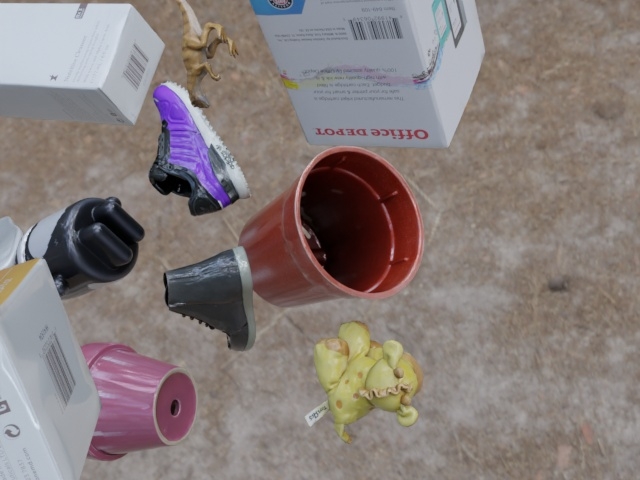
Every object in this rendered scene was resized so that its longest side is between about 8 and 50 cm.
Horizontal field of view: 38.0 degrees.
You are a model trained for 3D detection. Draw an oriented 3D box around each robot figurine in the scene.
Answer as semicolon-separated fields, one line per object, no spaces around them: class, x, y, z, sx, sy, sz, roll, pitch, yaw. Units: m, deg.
robot figurine;-0.467;0.016;1.789;0.278;0.209;0.173;-20;86;39

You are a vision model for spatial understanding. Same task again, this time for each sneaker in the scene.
sneaker;-0.258;-0.162;1.685;0.146;0.102;0.293;-32;64;-10
sneaker;-0.157;0.091;1.306;0.118;0.222;0.083;-11;53;-10
sneaker;-0.637;0.050;1.961;0.104;0.147;0.296;-36;24;-8

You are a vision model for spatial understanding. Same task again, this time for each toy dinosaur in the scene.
toy dinosaur;-0.197;-0.319;1.478;0.112;0.064;0.211;-7;92;20

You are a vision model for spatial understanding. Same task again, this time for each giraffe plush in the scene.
giraffe plush;0.092;0.229;1.530;0.170;0.181;0.210;-17;25;41

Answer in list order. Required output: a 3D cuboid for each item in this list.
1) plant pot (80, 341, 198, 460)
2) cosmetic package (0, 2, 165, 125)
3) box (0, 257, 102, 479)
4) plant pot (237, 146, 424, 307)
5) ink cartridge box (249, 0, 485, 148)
plant pot;-0.314;0.272;1.559;0.180;0.201;0.201;-2;51;27
cosmetic package;-0.554;-0.380;1.990;0.385;0.156;0.217;6;68;23
box;-0.389;0.164;0.795;0.345;0.168;0.215;-19;13;-3
plant pot;0.000;0.000;1.683;0.265;0.272;0.272;-25;34;53
ink cartridge box;0.063;-0.273;1.128;0.198;0.270;0.197;5;50;26
